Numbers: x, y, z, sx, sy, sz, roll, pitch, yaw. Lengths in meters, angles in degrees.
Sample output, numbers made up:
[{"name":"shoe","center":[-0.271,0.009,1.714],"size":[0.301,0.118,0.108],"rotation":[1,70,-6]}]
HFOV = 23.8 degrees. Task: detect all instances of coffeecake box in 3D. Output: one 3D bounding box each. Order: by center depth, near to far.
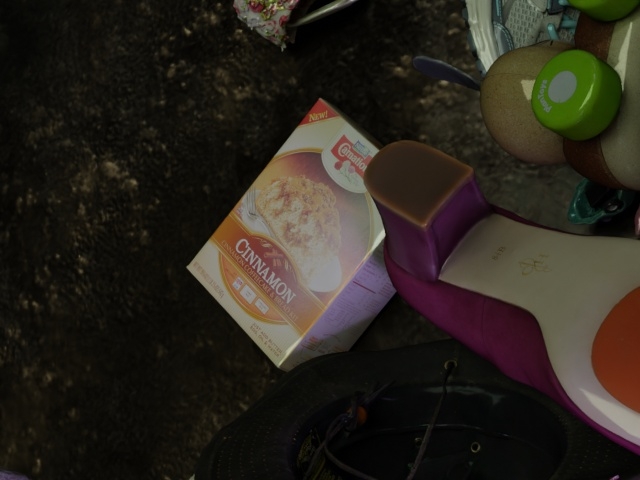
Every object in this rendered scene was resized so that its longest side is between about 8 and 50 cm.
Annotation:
[{"name":"coffeecake box","center":[0.000,0.000,1.260],"size":[0.185,0.068,0.142],"rotation":[-51,53,8]}]

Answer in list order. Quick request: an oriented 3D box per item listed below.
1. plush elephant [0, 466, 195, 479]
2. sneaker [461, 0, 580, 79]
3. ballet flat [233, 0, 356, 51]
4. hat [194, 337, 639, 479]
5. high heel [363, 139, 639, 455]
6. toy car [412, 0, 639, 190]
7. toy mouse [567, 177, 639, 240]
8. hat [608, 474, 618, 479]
[{"name":"plush elephant","center":[-0.146,0.281,1.160],"size":[0.255,0.330,0.272],"rotation":[-22,62,0]},{"name":"sneaker","center":[0.180,-0.213,1.190],"size":[0.122,0.110,0.283],"rotation":[-14,67,26]},{"name":"ballet flat","center":[0.028,-0.255,1.335],"size":[0.241,0.091,0.077],"rotation":[-36,88,23]},{"name":"hat","center":[0.084,0.187,1.080],"size":[0.331,0.331,0.134],"rotation":[5,116,35]},{"name":"high heel","center":[0.186,0.069,1.052],"size":[0.127,0.181,0.377],"rotation":[-41,53,-8]},{"name":"toy car","center":[0.159,-0.108,1.000],"size":[0.188,0.155,0.149],"rotation":[5,77,48]},{"name":"toy mouse","center":[0.228,-0.013,1.108],"size":[0.161,0.031,0.143],"rotation":[24,104,59]},{"name":"hat","center":[0.191,0.293,0.958],"size":[0.173,0.183,0.208],"rotation":[-34,58,19]}]
